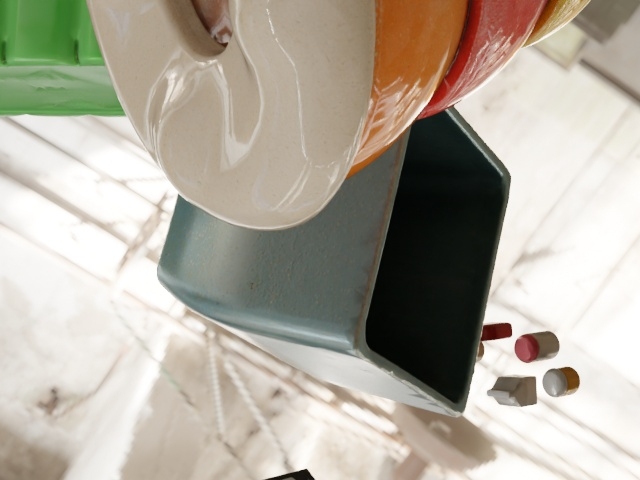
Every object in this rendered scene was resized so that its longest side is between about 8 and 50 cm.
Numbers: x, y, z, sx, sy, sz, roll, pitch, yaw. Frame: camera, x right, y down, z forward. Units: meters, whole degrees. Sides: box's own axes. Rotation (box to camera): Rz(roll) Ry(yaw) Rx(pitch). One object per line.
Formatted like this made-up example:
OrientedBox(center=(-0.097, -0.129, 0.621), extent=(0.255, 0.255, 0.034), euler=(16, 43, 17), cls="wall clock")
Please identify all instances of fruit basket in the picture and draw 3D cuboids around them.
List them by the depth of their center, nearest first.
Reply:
OrientedBox(center=(-0.232, -0.314, 1.310), extent=(0.392, 0.392, 0.283), euler=(42, -176, 26), cls="fruit basket")

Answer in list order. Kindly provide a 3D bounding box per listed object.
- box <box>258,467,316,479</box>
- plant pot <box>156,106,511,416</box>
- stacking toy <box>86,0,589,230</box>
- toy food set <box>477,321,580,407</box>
OrientedBox(center=(-0.109, 0.322, 1.251), extent=(0.087, 0.169, 0.290), euler=(50, -158, 21), cls="box")
OrientedBox(center=(0.000, 0.000, 1.187), extent=(0.252, 0.247, 0.248), euler=(6, 163, 29), cls="plant pot")
OrientedBox(center=(0.096, -0.223, 0.908), extent=(0.480, 0.350, 0.350), euler=(-16, -137, -28), cls="stacking toy")
OrientedBox(center=(0.227, 0.170, 1.755), extent=(0.104, 0.111, 0.232), euler=(-3, -178, -44), cls="toy food set")
